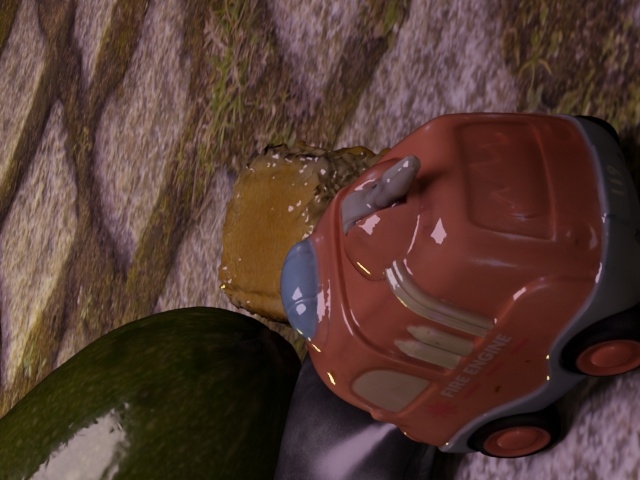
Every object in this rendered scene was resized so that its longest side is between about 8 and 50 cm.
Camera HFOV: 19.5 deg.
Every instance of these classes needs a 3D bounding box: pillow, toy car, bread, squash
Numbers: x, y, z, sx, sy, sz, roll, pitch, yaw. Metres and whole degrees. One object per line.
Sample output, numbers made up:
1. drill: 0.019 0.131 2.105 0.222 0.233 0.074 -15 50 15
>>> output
1. pillow: 0.016 0.219 1.500 0.186 0.106 0.250 29 110 58
2. toy car: 0.090 0.024 1.281 0.270 0.212 0.181 129 144 -48
3. bread: 0.000 0.000 1.615 0.245 0.121 0.174 1 88 63
4. squash: -0.146 0.199 1.648 0.309 0.310 0.310 -55 33 39
